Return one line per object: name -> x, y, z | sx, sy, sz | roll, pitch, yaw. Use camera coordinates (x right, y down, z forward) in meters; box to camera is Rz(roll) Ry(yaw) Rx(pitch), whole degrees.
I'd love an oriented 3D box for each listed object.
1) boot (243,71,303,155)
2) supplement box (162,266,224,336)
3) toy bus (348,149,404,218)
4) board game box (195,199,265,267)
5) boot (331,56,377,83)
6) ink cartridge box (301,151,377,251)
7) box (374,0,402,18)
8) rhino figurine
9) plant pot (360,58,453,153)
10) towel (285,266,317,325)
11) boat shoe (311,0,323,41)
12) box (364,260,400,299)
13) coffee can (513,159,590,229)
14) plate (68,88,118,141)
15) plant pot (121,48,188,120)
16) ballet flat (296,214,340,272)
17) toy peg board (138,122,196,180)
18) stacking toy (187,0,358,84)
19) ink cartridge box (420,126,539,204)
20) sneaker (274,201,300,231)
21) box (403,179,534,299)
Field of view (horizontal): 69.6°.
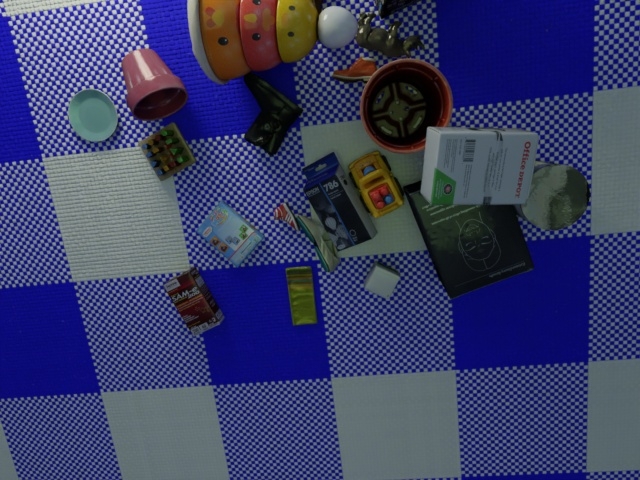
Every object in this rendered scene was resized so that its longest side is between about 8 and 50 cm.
boot -> -0.210, -0.440, 1.605 | 0.246, 0.094, 0.207 | 35, 100, -11
supplement box -> -0.495, 0.240, 1.806 | 0.130, 0.073, 0.239 | -26, 99, 11
toy bus -> 0.191, -0.185, 1.577 | 0.149, 0.211, 0.220 | -26, 99, 12
board game box -> -0.342, -0.025, 1.746 | 0.211, 0.039, 0.160 | 42, 103, -6
boot -> 0.116, -0.582, 1.568 | 0.157, 0.059, 0.085 | -2, 101, -4
ink cartridge box -> 0.055, -0.132, 1.643 | 0.165, 0.065, 0.333 | -23, 101, 39
box -> 0.312, -0.788, 1.377 | 0.295, 0.293, 0.073 | -21, 102, 10
rhino figurine -> 0.230, -0.668, 1.526 | 0.243, 0.073, 0.106 | 18, 101, -1
plant pot -> 0.264, -0.424, 1.483 | 0.272, 0.265, 0.273 | 1, 104, 5
towel -> -0.073, 0.217, 1.792 | 0.102, 0.021, 0.237 | -5, 103, 7
boat shoe -> -0.033, -0.812, 1.492 | 0.104, 0.111, 0.307 | -22, 101, 11
box -> 0.228, 0.147, 1.716 | 0.101, 0.087, 0.102 | 25, 105, -2
coffee can -> 0.711, -0.159, 1.505 | 0.201, 0.275, 0.202 | 1, 104, 5
plate -> -0.830, -0.458, 1.689 | 0.188, 0.024, 0.188 | 1, 103, 4
plant pot -> -0.582, -0.539, 1.574 | 0.201, 0.201, 0.180 | -28, 84, 11
ballet flat -> 0.000, 0.000, 1.712 | 0.086, 0.086, 0.248 | -26, 102, 10
toy peg board -> -0.568, -0.320, 1.673 | 0.160, 0.079, 0.161 | -26, 100, 10
stacking toy -> -0.126, -0.660, 1.397 | 0.479, 0.350, 0.351 | 3, 104, 9
ink cartridge box -> 0.457, -0.218, 1.347 | 0.289, 0.121, 0.211 | 0, 111, -5
sneaker -> -0.128, -0.076, 1.714 | 0.067, 0.042, 0.118 | -29, 92, 7
box -> 0.499, -0.050, 1.582 | 0.293, 0.212, 0.396 | -22, 100, 9
